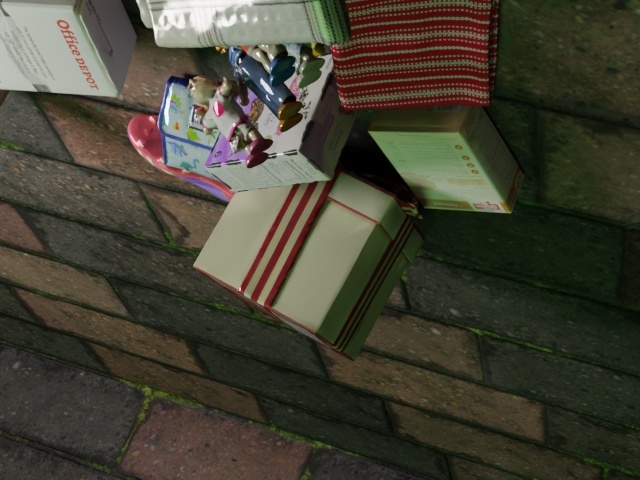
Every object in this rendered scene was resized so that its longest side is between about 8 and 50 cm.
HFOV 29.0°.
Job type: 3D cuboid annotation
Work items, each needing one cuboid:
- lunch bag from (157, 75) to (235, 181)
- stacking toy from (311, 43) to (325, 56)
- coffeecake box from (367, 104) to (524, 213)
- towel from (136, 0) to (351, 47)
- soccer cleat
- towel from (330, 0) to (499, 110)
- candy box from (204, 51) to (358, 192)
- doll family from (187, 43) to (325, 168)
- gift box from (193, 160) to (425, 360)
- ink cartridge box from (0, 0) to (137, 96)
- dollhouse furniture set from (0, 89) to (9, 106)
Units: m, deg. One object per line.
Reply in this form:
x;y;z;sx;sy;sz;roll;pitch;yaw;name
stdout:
-0.168;-0.168;1.853;0.129;0.096;0.151;18;137;13;lunch bag
-0.010;-0.303;1.484;0.167;0.052;0.221;35;152;-28;stacking toy
0.172;-0.117;1.674;0.142;0.068;0.185;5;150;36;coffeecake box
-0.130;-0.347;1.276;0.324;0.056;0.312;11;127;43;towel
-0.200;-0.121;1.992;0.248;0.083;0.095;25;161;-11;soccer cleat
0.109;-0.232;1.456;0.199;0.031;0.275;-2;154;6;towel
-0.044;-0.157;1.666;0.196;0.165;0.070;-6;145;47;candy box
-0.076;-0.220;1.478;0.163;0.118;0.263;52;151;18;doll family
0.000;0.000;1.801;0.255;0.258;0.276;27;172;16;gift box
-0.413;-0.303;1.705;0.273;0.114;0.197;6;152;13;ink cartridge box
-0.658;-0.288;1.903;0.286;0.198;0.303;13;153;22;dollhouse furniture set
